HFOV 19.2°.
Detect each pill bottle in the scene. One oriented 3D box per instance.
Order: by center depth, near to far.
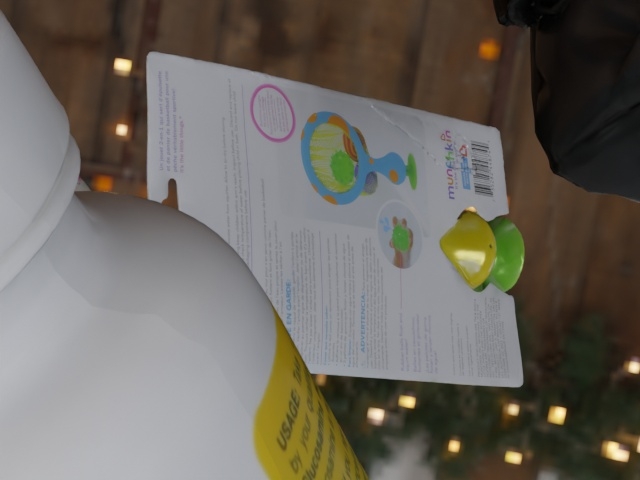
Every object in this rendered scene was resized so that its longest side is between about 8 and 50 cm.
[{"bbox_3d":[-0.068,0.110,0.519,0.188,0.334,0.188,-22,-153,12],"label":"pill bottle"}]

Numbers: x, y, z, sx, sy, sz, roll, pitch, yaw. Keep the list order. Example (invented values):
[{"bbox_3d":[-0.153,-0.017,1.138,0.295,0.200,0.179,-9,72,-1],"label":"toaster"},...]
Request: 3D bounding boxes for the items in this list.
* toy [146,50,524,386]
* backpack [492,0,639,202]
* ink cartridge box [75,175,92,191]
[{"bbox_3d":[0.000,0.000,0.900,0.237,0.137,0.056,7,164,-41],"label":"toy"},{"bbox_3d":[0.251,-0.188,0.687,0.273,0.290,0.355,13,150,-19],"label":"backpack"},{"bbox_3d":[-0.200,-0.001,1.075,0.231,0.134,0.078,50,-143,14],"label":"ink cartridge box"}]
